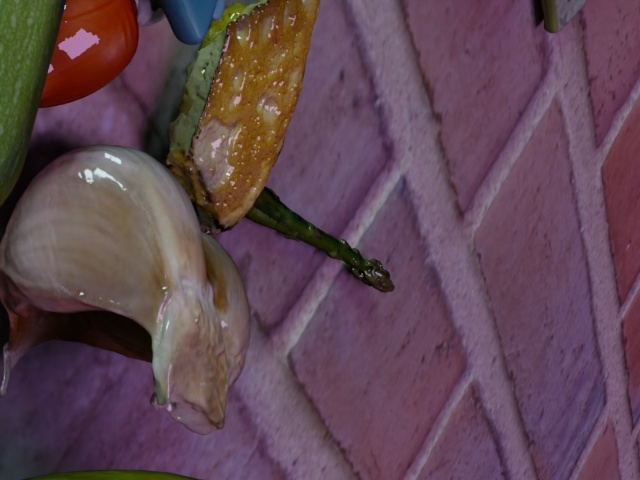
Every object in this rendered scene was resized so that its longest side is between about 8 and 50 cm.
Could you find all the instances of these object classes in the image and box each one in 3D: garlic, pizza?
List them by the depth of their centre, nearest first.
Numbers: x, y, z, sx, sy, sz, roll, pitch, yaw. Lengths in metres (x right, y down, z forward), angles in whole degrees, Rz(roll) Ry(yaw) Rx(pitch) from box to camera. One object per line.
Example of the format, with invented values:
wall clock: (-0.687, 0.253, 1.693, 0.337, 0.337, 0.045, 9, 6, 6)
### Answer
garlic: (-0.091, 0.029, 0.620, 0.174, 0.099, 0.124, 52, 43, -62)
pizza: (-0.046, -0.078, 0.675, 0.099, 0.035, 0.160, 10, 98, -62)

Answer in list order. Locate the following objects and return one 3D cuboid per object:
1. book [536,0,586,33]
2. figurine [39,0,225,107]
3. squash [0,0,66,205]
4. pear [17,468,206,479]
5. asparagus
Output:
book: (0.220, -0.359, 0.959, 0.239, 0.035, 0.352, -52, 148, -26)
figurine: (-0.094, -0.104, 0.535, 0.140, 0.075, 0.068, -52, 147, -33)
squash: (-0.120, -0.107, 0.454, 0.066, 0.066, 0.229, 39, 58, -60)
pear: (-0.106, 0.269, 0.495, 0.413, 0.352, 0.352, -32, 135, -57)
asparagus: (0.000, 0.000, 0.821, 0.233, 0.022, 0.023, 32, 36, -59)
